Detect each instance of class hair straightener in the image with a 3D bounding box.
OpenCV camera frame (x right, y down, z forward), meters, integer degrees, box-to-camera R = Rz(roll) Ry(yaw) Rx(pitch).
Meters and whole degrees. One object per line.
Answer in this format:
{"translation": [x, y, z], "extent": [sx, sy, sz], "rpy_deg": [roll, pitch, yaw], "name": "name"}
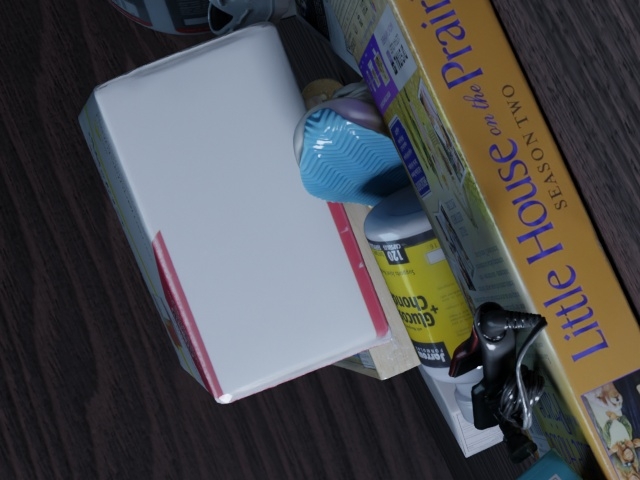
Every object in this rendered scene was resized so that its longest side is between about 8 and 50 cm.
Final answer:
{"translation": [0.121, 0.089, 1.223], "extent": [0.230, 0.047, 0.089], "rpy_deg": [102, 144, -75], "name": "hair straightener"}

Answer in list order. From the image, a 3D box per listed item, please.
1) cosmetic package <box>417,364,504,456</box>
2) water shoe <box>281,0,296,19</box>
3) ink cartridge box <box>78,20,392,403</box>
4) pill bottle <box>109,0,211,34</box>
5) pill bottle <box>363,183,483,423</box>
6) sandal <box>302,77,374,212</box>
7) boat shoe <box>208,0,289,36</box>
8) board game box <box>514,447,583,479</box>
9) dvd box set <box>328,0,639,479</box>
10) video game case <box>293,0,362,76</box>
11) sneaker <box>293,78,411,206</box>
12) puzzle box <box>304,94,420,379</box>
{"translation": [0.130, 0.112, 2.180], "extent": [0.099, 0.060, 0.239], "rpy_deg": [72, 173, -53], "name": "cosmetic package"}
{"translation": [-0.010, -0.244, 1.757], "extent": [0.203, 0.073, 0.080], "rpy_deg": [-170, 61, -76], "name": "water shoe"}
{"translation": [-0.088, -0.024, 1.754], "extent": [0.384, 0.160, 0.279], "rpy_deg": [-174, 62, -82], "name": "ink cartridge box"}
{"translation": [-0.131, -0.327, 1.770], "extent": [0.363, 0.210, 0.210], "rpy_deg": [85, 160, -80], "name": "pill bottle"}
{"translation": [0.112, 0.046, 1.546], "extent": [0.103, 0.103, 0.184], "rpy_deg": [-125, 10, -74], "name": "pill bottle"}
{"translation": [0.028, -0.078, 2.185], "extent": [0.079, 0.088, 0.240], "rpy_deg": [57, -168, -71], "name": "sandal"}
{"translation": [-0.068, -0.218, 1.716], "extent": [0.184, 0.063, 0.066], "rpy_deg": [146, 110, -79], "name": "boat shoe"}
{"translation": [0.211, 0.286, 1.293], "extent": [0.254, 0.079, 0.336], "rpy_deg": [49, 174, 19], "name": "board game box"}
{"translation": [0.116, -0.022, 1.319], "extent": [0.307, 0.062, 0.420], "rpy_deg": [119, 127, -86], "name": "dvd box set"}
{"translation": [-0.001, -0.240, 1.553], "extent": [0.173, 0.022, 0.190], "rpy_deg": [-131, 26, -61], "name": "video game case"}
{"translation": [0.033, -0.085, 1.559], "extent": [0.228, 0.087, 0.092], "rpy_deg": [16, -126, -68], "name": "sneaker"}
{"translation": [0.000, 0.000, 2.018], "extent": [0.409, 0.052, 0.272], "rpy_deg": [167, 80, -82], "name": "puzzle box"}
